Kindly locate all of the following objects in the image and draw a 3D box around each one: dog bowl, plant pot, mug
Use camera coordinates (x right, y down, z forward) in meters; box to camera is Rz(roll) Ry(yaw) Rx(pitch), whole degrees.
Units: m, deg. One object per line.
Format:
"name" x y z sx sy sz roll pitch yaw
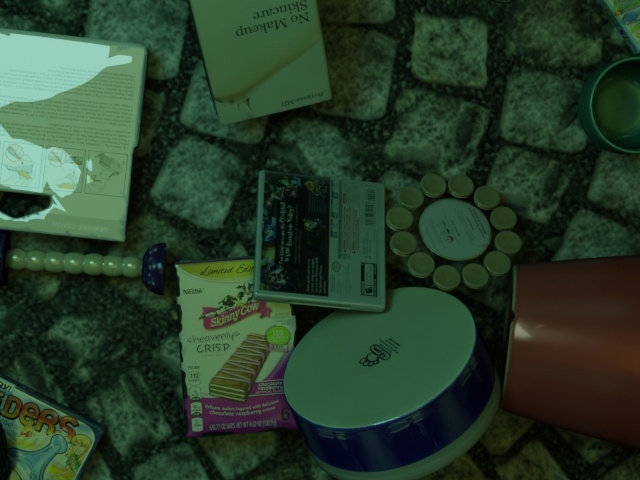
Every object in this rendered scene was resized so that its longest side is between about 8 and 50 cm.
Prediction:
"dog bowl" 0.090 0.182 1.790 0.264 0.265 0.104 -26 122 -3
"plant pot" 0.363 0.138 1.831 0.243 0.275 0.275 6 93 5
"mug" 0.426 -0.181 1.889 0.157 0.097 0.130 -1 93 -5

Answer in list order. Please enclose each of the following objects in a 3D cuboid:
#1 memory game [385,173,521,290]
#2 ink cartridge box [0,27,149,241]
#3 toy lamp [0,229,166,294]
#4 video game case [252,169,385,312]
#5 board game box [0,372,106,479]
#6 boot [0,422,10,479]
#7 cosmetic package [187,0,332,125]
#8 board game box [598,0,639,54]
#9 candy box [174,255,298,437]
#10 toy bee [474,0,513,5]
"memory game" 0.178 -0.013 1.871 0.186 0.012 0.186 4 57 -5
"ink cartridge box" -0.386 -0.143 1.840 0.296 0.066 0.261 6 93 -5
"toy lamp" -0.342 0.027 1.848 0.274 0.080 0.080 3 93 -7
"video game case" 0.000 0.000 1.850 0.173 0.022 0.190 6 61 -9
"board game box" -0.407 0.265 1.875 0.201 0.035 0.136 27 91 -5
"boot" -0.515 0.375 1.844 0.222 0.118 0.338 1 104 12
"cosmetic package" -0.089 -0.310 1.750 0.160 0.113 0.309 -15 132 -3
"board game box" 0.466 -0.341 1.919 0.154 0.026 0.103 -35 95 -2
"candy box" -0.110 0.139 1.875 0.159 0.071 0.234 -4 93 -5
"toy bee" 0.179 -0.406 1.847 0.195 0.162 0.298 7 68 3
